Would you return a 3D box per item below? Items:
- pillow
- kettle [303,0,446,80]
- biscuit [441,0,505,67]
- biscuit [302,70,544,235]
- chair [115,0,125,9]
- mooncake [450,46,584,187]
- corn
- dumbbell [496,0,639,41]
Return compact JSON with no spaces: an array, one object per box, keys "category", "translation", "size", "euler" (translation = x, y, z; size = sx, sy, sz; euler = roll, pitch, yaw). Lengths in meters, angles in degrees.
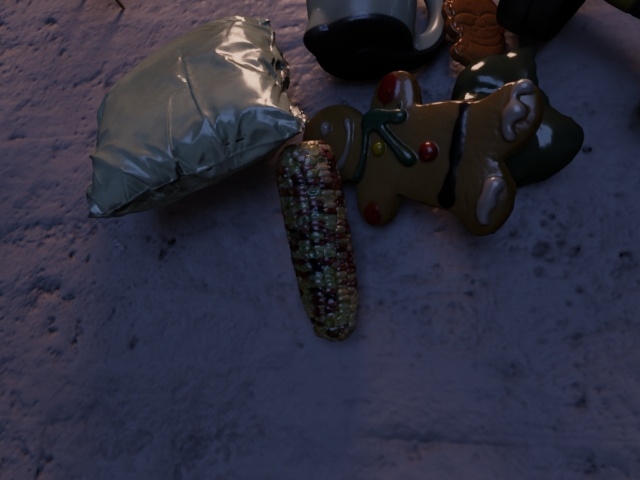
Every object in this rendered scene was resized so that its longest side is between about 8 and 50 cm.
[{"category":"pillow","translation":[-0.177,-0.170,0.567],"size":[0.310,0.138,0.283],"euler":[-26,50,6]},{"category":"kettle","translation":[0.083,-0.356,0.593],"size":[0.221,0.161,0.236],"euler":[4,76,-20]},{"category":"biscuit","translation":[0.221,-0.302,0.590],"size":[0.102,0.019,0.130],"euler":[2,78,-20]},{"category":"biscuit","translation":[0.098,-0.110,0.521],"size":[0.302,0.049,0.196],"euler":[17,103,33]},{"category":"chair","translation":[-0.408,-0.502,0.679],"size":[0.104,0.221,0.095],"euler":[26,86,15]},{"category":"mooncake","translation":[0.245,-0.154,0.530],"size":[0.175,0.104,0.168],"euler":[37,80,14]},{"category":"corn","translation":[0.000,0.000,0.530],"size":[0.086,0.086,0.253],"euler":[-12,90,8]},{"category":"dumbbell","translation":[0.387,-0.285,0.493],"size":[0.388,0.185,0.185],"euler":[40,86,16]}]
